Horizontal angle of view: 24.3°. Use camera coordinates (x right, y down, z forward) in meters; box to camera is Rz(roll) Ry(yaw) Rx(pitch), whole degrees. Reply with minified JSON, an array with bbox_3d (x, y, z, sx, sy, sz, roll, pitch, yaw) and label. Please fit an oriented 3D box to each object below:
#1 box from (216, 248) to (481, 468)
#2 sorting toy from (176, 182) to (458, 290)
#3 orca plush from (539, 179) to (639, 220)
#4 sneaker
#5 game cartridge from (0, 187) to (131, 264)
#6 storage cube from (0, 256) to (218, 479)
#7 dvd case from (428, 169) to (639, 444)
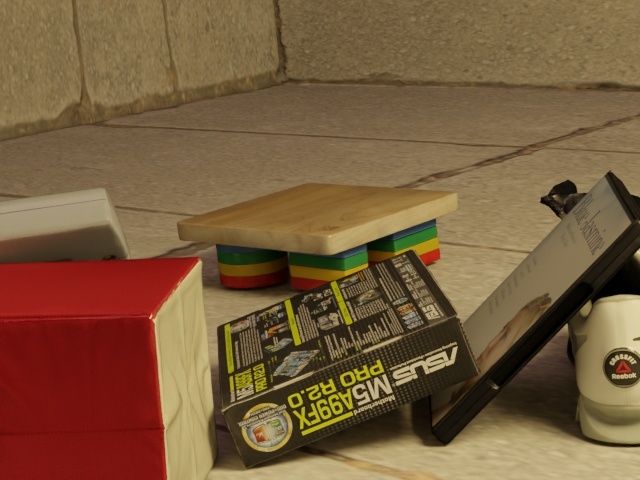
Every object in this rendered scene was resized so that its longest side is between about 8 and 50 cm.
[{"bbox_3d":[0.015,0.099,1.357,0.216,0.060,0.270,-23,13,0],"label":"box"},{"bbox_3d":[0.000,0.000,1.869,0.255,0.089,0.257,5,17,41],"label":"sorting toy"},{"bbox_3d":[0.357,-0.001,1.409,0.287,0.102,0.151,31,-8,30],"label":"orca plush"},{"bbox_3d":[0.282,0.063,1.353,0.122,0.146,0.330,-5,11,8],"label":"sneaker"},{"bbox_3d":[-0.273,0.057,1.376,0.198,0.297,0.062,-12,59,-19],"label":"game cartridge"},{"bbox_3d":[-0.197,0.124,1.177,0.193,0.183,0.215,-2,12,7],"label":"storage cube"},{"bbox_3d":[0.185,0.055,1.303,0.253,0.022,0.180,-48,8,13],"label":"dvd case"}]
